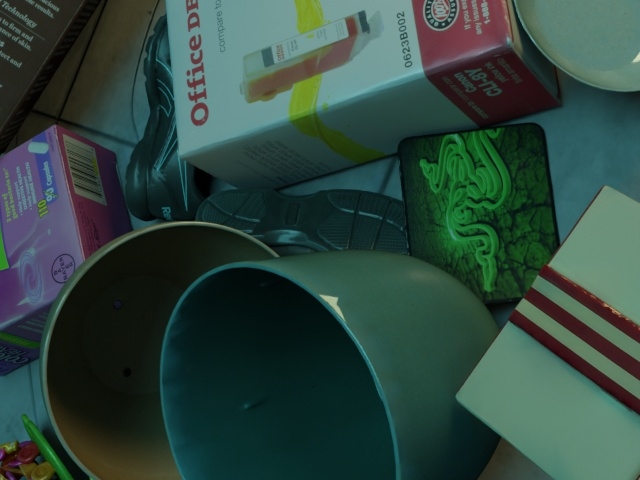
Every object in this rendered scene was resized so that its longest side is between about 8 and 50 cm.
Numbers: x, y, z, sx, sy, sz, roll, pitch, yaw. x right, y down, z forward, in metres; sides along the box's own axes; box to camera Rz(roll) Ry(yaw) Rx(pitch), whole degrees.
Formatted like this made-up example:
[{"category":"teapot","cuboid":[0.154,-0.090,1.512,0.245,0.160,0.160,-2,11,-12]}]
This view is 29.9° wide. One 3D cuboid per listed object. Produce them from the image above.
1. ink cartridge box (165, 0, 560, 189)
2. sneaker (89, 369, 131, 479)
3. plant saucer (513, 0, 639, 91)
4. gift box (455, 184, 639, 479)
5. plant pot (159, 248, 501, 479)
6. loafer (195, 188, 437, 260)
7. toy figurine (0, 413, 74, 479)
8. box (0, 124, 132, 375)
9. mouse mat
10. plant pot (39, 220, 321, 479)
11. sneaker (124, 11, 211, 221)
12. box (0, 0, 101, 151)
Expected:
[{"category":"ink cartridge box","cuboid":[0.032,-0.238,1.282,0.385,0.160,0.279,-16,69,25]},{"category":"sneaker","cuboid":[-0.253,0.215,1.375,0.094,0.081,0.208,-26,58,29]},{"category":"plant saucer","cuboid":[0.269,-0.225,1.169,0.195,0.037,0.195,5,70,-15]},{"category":"gift box","cuboid":[0.319,0.134,0.967,0.258,0.276,0.255,38,99,47]},{"category":"plant pot","cuboid":[0.036,0.139,1.099,0.293,0.235,0.293,15,112,42]},{"category":"loafer","cuboid":[0.000,0.000,1.291,0.267,0.084,0.096,8,53,17]},{"category":"toy figurine","cuboid":[-0.365,0.291,1.352,0.159,0.130,0.173,-34,35,-17]},{"category":"box","cuboid":[-0.357,0.016,1.460,0.243,0.117,0.213,-27,65,22]},{"category":"mouse mat","cuboid":[0.160,-0.026,1.210,0.153,0.007,0.189,-7,71,7]},{"category":"plant pot","cuboid":[-0.167,0.114,1.261,0.191,0.284,0.284,13,81,66]},{"category":"sneaker","cuboid":[-0.153,-0.150,1.416,0.106,0.101,0.267,7,87,20]},{"category":"box","cuboid":[-0.363,-0.290,1.484,0.143,0.191,0.381,35,94,-10]}]
